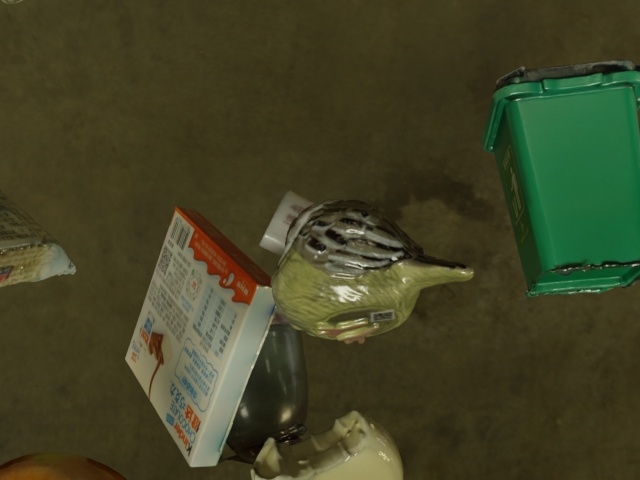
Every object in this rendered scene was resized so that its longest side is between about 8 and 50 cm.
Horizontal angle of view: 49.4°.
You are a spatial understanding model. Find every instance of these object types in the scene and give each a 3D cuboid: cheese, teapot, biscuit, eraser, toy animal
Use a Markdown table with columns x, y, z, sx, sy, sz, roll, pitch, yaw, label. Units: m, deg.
| x | y | z | sx | sy | sz | roll | pitch | yaw | label |
| --- | --- | --- | --- | --- | --- | --- | --- | --- | --- |
| 0.040 | 0.306 | 0.816 | 0.163 | 0.071 | 0.249 | -38 | 114 | -3 | cheese |
| -0.170 | 0.313 | 1.445 | 0.315 | 0.233 | 0.312 | -22 | 70 | 24 | teapot |
| -0.442 | 0.001 | 0.782 | 0.186 | 0.309 | 0.079 | 36 | 113 | 17 | biscuit |
| 0.000 | 0.000 | 1.759 | 0.270 | 0.094 | 0.174 | 26 | 51 | -3 | eraser |
| 0.030 | 0.011 | 0.451 | 0.137 | 0.098 | 0.098 | -24 | 113 | 30 | toy animal |

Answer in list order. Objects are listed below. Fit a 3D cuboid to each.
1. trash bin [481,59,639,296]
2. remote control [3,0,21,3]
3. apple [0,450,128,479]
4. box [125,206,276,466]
| x | y | z | sx | sy | sz | roll | pitch | yaw | label |
| --- | --- | --- | --- | --- | --- | --- | --- | --- | --- |
| 0.463 | -0.106 | 1.241 | 0.295 | 0.259 | 0.381 | -6 | 74 | 5 | trash bin |
| -0.508 | -0.435 | 1.093 | 0.078 | 0.221 | 0.042 | -43 | 90 | -2 | remote control |
| -0.175 | 0.218 | 0.432 | 0.163 | 0.163 | 0.139 | -12 | 118 | -17 | apple |
| -0.174 | 0.122 | 0.965 | 0.048 | 0.273 | 0.264 | 11 | 107 | -39 | box |
